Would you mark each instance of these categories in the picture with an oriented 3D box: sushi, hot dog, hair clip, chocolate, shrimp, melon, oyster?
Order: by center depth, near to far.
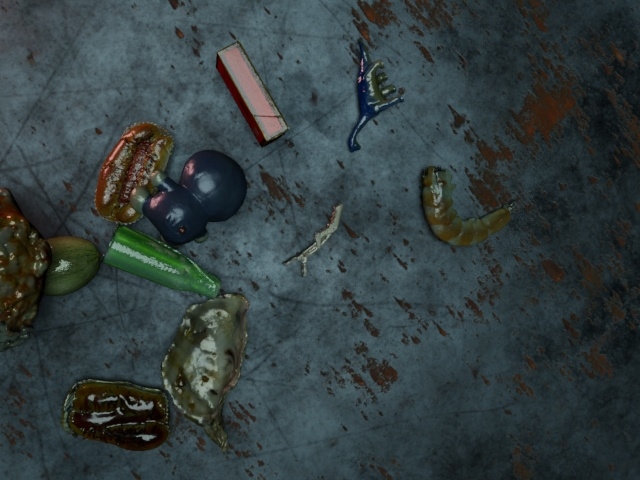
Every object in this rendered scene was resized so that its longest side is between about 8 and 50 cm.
[{"bbox_3d":[-0.779,0.069,1.430,0.417,0.176,0.418,2,94,25],"label":"sushi"},{"bbox_3d":[-0.620,0.061,1.534,0.192,0.139,0.139,-16,95,-7],"label":"melon"},{"bbox_3d":[-0.459,-0.166,1.585,0.144,0.075,0.268,25,91,-13],"label":"hot dog"},{"bbox_3d":[-0.381,0.064,1.586,0.291,0.110,0.110,26,88,-15],"label":"chocolate"},{"bbox_3d":[-0.500,0.432,1.602,0.270,0.082,0.163,13,89,-9],"label":"hot dog"},{"bbox_3d":[-0.293,0.320,1.632,0.204,0.111,0.396,10,86,4],"label":"oyster"},{"bbox_3d":[0.000,0.000,1.695,0.072,0.034,0.226,43,83,-13],"label":"hair clip"},{"bbox_3d":[0.386,-0.074,1.744,0.287,0.068,0.185,20,91,-12],"label":"shrimp"}]

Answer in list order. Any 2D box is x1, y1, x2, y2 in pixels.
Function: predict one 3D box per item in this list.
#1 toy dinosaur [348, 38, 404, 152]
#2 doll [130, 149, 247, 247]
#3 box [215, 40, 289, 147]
[{"bbox_3d":[0.102,-0.380,1.682,0.188,0.075,0.248,-31,103,0],"label":"toy dinosaur"},{"bbox_3d":[-0.302,-0.106,1.576,0.258,0.154,0.228,-46,128,-20],"label":"doll"},{"bbox_3d":[-0.171,-0.353,1.589,0.074,0.153,0.240,-32,97,-12],"label":"box"}]
